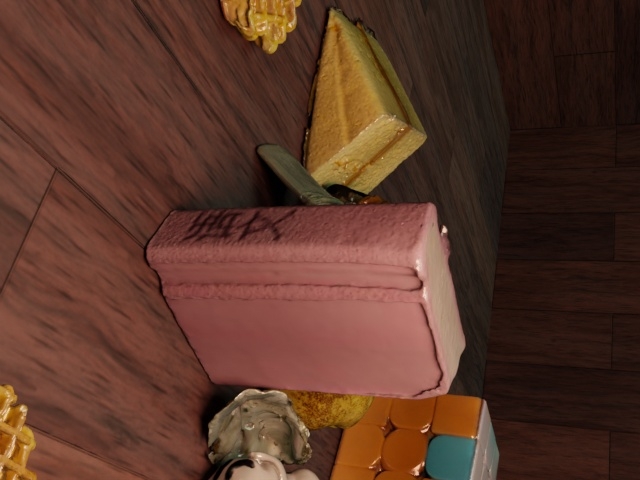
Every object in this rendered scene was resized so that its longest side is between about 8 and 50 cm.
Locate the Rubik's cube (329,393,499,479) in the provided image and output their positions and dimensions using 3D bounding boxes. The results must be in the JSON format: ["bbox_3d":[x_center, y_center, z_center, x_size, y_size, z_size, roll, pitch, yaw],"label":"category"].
[{"bbox_3d":[0.211,0.513,1.555,0.290,0.292,0.291,66,34,-46],"label":"Rubik's cube"}]

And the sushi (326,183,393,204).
[{"bbox_3d":[0.082,-0.004,1.366,0.204,0.200,0.213,-21,111,-62],"label":"sushi"}]

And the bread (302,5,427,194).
[{"bbox_3d":[0.051,-0.290,1.507,0.346,0.242,0.405,27,33,-60],"label":"bread"}]

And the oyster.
[{"bbox_3d":[-0.081,0.292,1.085,0.252,0.087,0.199,19,116,-49],"label":"oyster"}]

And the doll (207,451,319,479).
[{"bbox_3d":[-0.082,0.368,1.037,0.181,0.110,0.107,33,51,-36],"label":"doll"}]

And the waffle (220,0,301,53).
[{"bbox_3d":[-0.098,-0.451,1.107,0.283,0.065,0.309,61,34,-53],"label":"waffle"}]

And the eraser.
[{"bbox_3d":[-0.011,0.082,0.944,0.122,0.359,0.272,-66,148,-45],"label":"eraser"}]

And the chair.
[{"bbox_3d":[0.000,0.000,1.188,0.186,0.319,0.160,-60,158,13],"label":"chair"}]

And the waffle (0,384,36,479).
[{"bbox_3d":[-0.320,0.210,0.630,0.191,0.038,0.191,0,90,-66],"label":"waffle"}]

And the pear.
[{"bbox_3d":[0.000,0.226,1.193,0.197,0.197,0.197,1,90,-67],"label":"pear"}]
